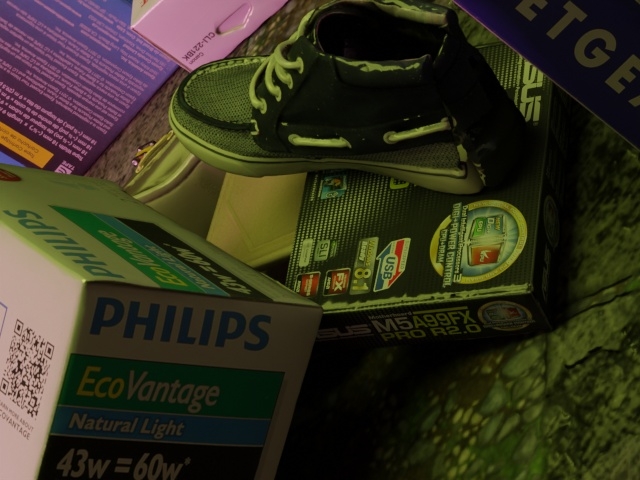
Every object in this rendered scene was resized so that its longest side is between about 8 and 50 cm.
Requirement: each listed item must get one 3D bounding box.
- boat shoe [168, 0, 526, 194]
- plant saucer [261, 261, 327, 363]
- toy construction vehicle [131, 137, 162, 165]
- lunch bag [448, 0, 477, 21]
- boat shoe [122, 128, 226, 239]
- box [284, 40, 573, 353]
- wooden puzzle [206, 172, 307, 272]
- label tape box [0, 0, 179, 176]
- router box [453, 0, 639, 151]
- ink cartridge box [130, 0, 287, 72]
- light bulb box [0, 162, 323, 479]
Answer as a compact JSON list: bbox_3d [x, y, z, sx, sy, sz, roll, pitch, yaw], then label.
[{"bbox_3d":[-0.005,-0.137,1.440,0.341,0.158,0.127,6,57,32],"label":"boat shoe"},{"bbox_3d":[0.000,0.000,1.657,0.310,0.050,0.310,-37,35,32],"label":"plant saucer"},{"bbox_3d":[-0.185,-0.086,2.045,0.098,0.035,0.086,-25,31,40],"label":"toy construction vehicle"},{"bbox_3d":[0.184,-0.358,1.586,0.256,0.213,0.305,-61,24,29],"label":"lunch bag"},{"bbox_3d":[-0.148,-0.053,1.871,0.324,0.116,0.096,-46,26,11],"label":"boat shoe"},{"bbox_3d":[0.093,-0.041,1.461,0.216,0.060,0.270,-7,52,25],"label":"box"},{"bbox_3d":[-0.024,-0.057,1.665,0.221,0.044,0.238,-22,40,46],"label":"wooden puzzle"},{"bbox_3d":[-0.354,-0.209,2.199,0.333,0.241,0.106,-45,31,20],"label":"label tape box"},{"bbox_3d":[0.171,-0.212,1.309,0.082,0.335,0.301,-44,31,20],"label":"router box"},{"bbox_3d":[-0.122,-0.363,2.131,0.197,0.114,0.273,-38,35,30],"label":"ink cartridge box"},{"bbox_3d":[-0.224,0.152,1.457,0.358,0.225,0.361,29,107,50],"label":"light bulb box"}]
